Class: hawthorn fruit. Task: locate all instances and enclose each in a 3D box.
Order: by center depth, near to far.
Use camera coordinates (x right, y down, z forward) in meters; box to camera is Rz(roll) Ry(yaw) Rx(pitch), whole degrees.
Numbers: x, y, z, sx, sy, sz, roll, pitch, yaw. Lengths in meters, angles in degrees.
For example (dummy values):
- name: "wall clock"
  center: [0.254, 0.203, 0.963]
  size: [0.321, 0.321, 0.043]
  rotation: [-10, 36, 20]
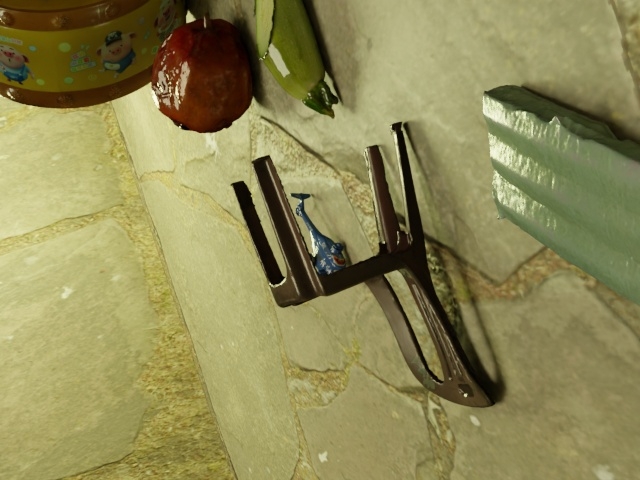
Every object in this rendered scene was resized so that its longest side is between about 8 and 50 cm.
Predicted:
- name: "hawthorn fruit"
  center: [-0.185, -0.254, 1.592]
  size: [0.179, 0.173, 0.174]
  rotation: [145, 106, -74]

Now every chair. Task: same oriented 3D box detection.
- name: "chair"
  center: [0.046, 0.055, 1.125]
  size: [0.175, 0.183, 0.327]
  rotation: [149, 104, -74]

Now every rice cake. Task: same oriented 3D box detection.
- name: "rice cake"
  center: [0.195, -0.040, 0.781]
  size: [0.237, 0.043, 0.127]
  rotation: [-139, 36, -59]

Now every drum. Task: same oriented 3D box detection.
- name: "drum"
  center: [-0.438, -0.444, 1.768]
  size: [0.214, 0.431, 0.431]
  rotation: [92, 154, -52]

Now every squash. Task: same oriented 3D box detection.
- name: "squash"
  center: [-0.038, -0.236, 1.274]
  size: [0.090, 0.075, 0.200]
  rotation: [-25, 84, 48]

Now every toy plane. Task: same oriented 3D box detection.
- name: "toy plane"
  center: [0.000, 0.000, 1.463]
  size: [0.062, 0.054, 0.167]
  rotation: [-58, 48, 37]
